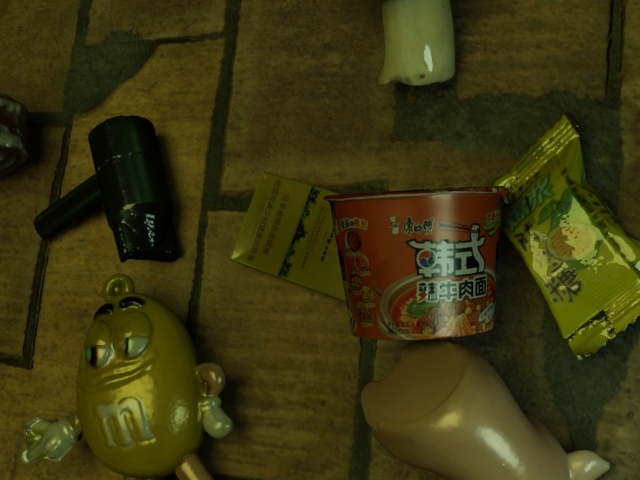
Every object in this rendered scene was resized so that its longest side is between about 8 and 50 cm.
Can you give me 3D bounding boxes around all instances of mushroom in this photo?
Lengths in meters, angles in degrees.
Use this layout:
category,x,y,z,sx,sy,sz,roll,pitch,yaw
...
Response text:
category,x,y,z,sx,sy,sz,roll,pitch,yaw
mushroom,0.127,-0.401,1.696,0.314,0.314,0.336,3,109,31

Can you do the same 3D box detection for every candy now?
category,x,y,z,sx,sy,sz,roll,pitch,yaw
candy,0.339,-0.009,1.545,0.187,0.081,0.297,-42,56,21
candy,-0.661,-0.186,2.094,0.290,0.214,0.157,-11,69,25

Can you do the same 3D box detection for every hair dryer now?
category,x,y,z,sx,sy,sz,roll,pitch,yaw
hair dryer,-0.376,-0.038,1.970,0.302,0.116,0.244,-30,64,33

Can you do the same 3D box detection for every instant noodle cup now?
category,x,y,z,sx,sy,sz,roll,pitch,yaw
instant noodle cup,0.134,0.027,1.564,0.250,0.250,0.192,-2,94,30

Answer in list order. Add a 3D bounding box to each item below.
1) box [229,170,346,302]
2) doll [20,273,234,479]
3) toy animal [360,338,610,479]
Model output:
category,x,y,z,sx,sy,sz,roll,pitch,yaw
box,-0.001,0.000,1.765,0.279,0.041,0.153,19,86,32
doll,-0.277,0.300,1.783,0.423,0.161,0.348,42,97,19
toy animal,0.194,0.267,1.491,0.195,0.256,0.213,-48,15,-15
